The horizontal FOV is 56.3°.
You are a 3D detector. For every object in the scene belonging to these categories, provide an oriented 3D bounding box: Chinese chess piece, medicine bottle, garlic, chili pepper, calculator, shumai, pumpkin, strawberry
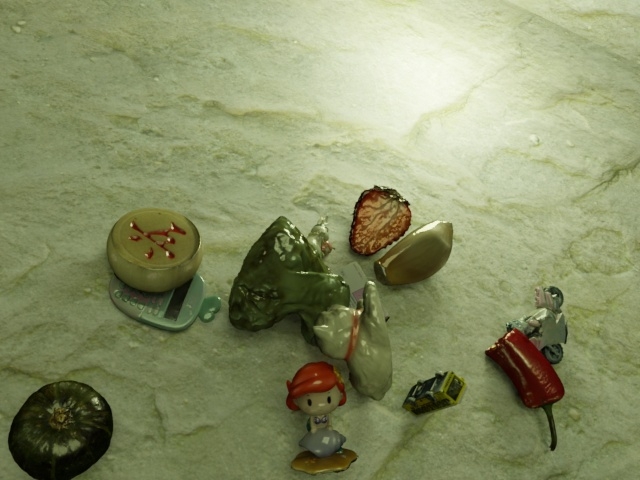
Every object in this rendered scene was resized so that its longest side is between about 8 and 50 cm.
[{"bbox_3d":[-0.438,0.023,1.589,0.249,0.103,0.250,11,43,-10],"label":"Chinese chess piece"},{"bbox_3d":[0.081,0.180,1.745,0.171,0.052,0.201,-20,70,-25],"label":"medicine bottle"},{"bbox_3d":[0.294,0.049,1.846,0.318,0.112,0.143,-32,98,-30],"label":"garlic"},{"bbox_3d":[0.639,0.423,1.754,0.131,0.134,0.338,-22,70,-40],"label":"chili pepper"},{"bbox_3d":[-0.416,0.147,1.605,0.298,0.041,0.186,18,60,-6],"label":"calculator"},{"bbox_3d":[-0.054,0.120,1.574,0.288,0.330,0.292,28,34,10],"label":"shumai"},{"bbox_3d":[-0.579,0.427,1.343,0.223,0.157,0.224,10,44,-10],"label":"pumpkin"},{"bbox_3d":[0.167,-0.056,1.874,0.190,0.111,0.237,38,82,-8],"label":"strawberry"}]

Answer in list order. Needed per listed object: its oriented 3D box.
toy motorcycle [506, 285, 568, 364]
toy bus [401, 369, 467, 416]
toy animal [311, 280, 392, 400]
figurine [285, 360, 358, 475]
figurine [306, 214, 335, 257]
[{"bbox_3d":[0.671,0.254,1.863,0.203,0.108,0.239,9,61,-14],"label":"toy motorcycle"},{"bbox_3d":[0.295,0.412,1.593,0.074,0.226,0.081,38,57,-1],"label":"toy bus"},{"bbox_3d":[0.081,0.294,1.548,0.188,0.308,0.266,-20,72,-16],"label":"toy animal"},{"bbox_3d":[-0.009,0.425,1.495,0.208,0.180,0.257,-5,91,-63],"label":"figurine"},{"bbox_3d":[-0.006,0.003,1.807,0.146,0.081,0.098,-50,130,-36],"label":"figurine"}]
